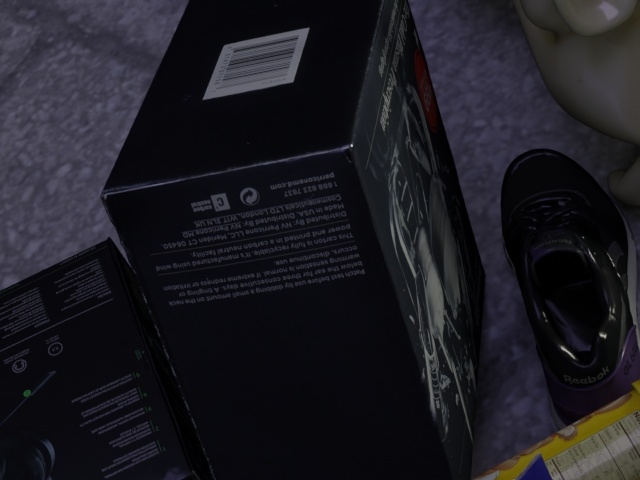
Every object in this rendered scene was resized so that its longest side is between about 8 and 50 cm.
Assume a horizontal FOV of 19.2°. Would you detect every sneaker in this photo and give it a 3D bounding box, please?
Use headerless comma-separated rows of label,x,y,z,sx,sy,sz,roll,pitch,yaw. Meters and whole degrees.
sneaker,0.203,0.014,1.521,0.107,0.124,0.283,-18,50,7

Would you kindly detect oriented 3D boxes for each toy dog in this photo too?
toy dog,0.255,-0.269,1.609,0.285,0.395,0.408,-17,32,-9

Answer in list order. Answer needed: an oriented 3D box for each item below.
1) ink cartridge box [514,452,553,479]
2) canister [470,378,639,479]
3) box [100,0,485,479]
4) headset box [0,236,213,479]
ink cartridge box,0.122,0.277,1.301,0.045,0.208,0.206,31,71,36
canister,0.200,0.183,1.396,0.170,0.126,0.073,-29,51,1
box,0.000,0.000,1.422,0.179,0.312,0.343,-10,29,13
headset box,-0.223,0.180,1.557,0.246,0.131,0.283,-27,50,0
